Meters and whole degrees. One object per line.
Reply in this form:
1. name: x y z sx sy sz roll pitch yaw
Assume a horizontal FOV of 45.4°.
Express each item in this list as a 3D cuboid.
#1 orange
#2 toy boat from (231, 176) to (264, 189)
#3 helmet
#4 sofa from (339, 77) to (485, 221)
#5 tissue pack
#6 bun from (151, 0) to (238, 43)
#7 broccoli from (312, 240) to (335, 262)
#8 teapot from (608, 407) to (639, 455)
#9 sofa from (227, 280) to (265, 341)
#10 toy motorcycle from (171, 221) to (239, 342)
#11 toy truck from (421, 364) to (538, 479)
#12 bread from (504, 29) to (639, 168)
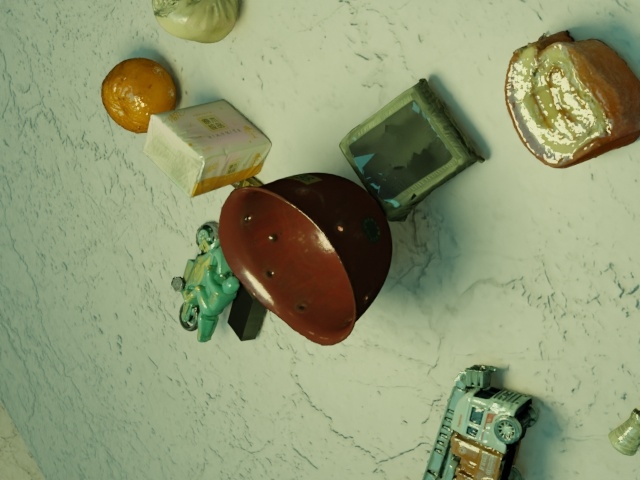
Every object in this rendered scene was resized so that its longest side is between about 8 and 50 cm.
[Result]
1. orange: -0.449 -0.364 1.910 0.193 0.161 0.193 17 125 25
2. toy boat: -0.170 -0.124 1.844 0.149 0.049 0.047 37 125 23
3. helmet: 0.000 0.000 1.493 0.384 0.230 0.338 4 123 54
4. sofa: 0.179 -0.171 1.528 0.225 0.176 0.210 -37 81 12
5. tissue pack: -0.260 -0.217 1.766 0.185 0.225 0.124 41 128 21
6. bun: -0.273 -0.528 1.682 0.178 0.193 0.128 59 136 17
7. broccoli: 0.025 0.037 1.693 0.145 0.138 0.162 29 157 10
8. teapot: 0.581 0.352 1.414 0.067 0.057 0.083 17 120 -9
9. sofa: -0.183 0.177 1.969 0.085 0.060 0.147 46 130 39
10. toy motorcycle: -0.281 0.114 1.969 0.198 0.109 0.297 31 109 40
11. toy truck: 0.319 0.423 1.563 0.184 0.133 0.339 18 103 30
12. bread: 0.416 -0.241 1.282 0.190 0.123 0.244 -40 78 42
